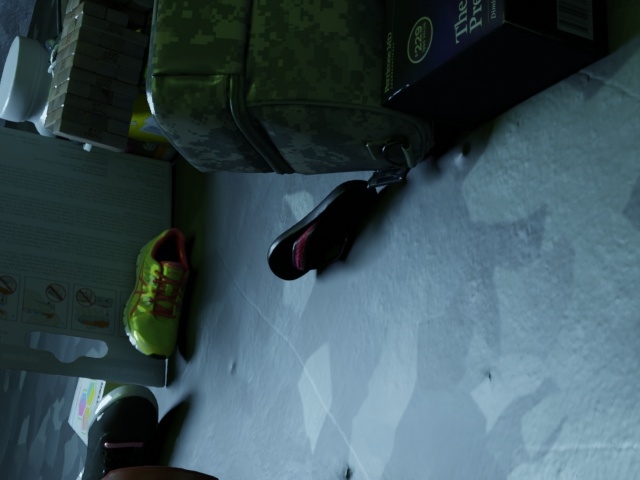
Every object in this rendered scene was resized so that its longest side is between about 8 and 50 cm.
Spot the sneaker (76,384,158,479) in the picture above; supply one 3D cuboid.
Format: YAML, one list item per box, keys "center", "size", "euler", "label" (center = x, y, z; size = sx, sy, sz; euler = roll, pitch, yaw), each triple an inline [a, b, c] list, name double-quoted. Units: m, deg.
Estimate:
- center: [-0.284, 0.343, 1.532]
  size: [0.147, 0.104, 0.296]
  euler: [-112, 37, -46]
  label: "sneaker"

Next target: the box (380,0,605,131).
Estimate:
- center: [0.142, -0.251, 0.920]
  size: [0.184, 0.103, 0.261]
  euler: [149, 128, -60]
  label: "box"

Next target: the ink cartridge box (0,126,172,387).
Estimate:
- center: [-0.382, 0.032, 1.625]
  size: [0.091, 0.308, 0.385]
  euler: [-41, 45, 52]
  label: "ink cartridge box"

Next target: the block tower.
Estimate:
- center: [-0.270, -0.283, 1.379]
  size: [0.097, 0.091, 0.335]
  euler: [-5, 73, 62]
  label: "block tower"

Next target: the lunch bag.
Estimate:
- center: [-0.011, -0.213, 1.060]
  size: [0.212, 0.256, 0.305]
  euler: [52, -139, -65]
  label: "lunch bag"

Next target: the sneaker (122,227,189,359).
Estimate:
- center: [-0.229, 0.070, 1.558]
  size: [0.094, 0.081, 0.208]
  euler: [-45, 40, 45]
  label: "sneaker"

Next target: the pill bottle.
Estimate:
- center: [-0.361, -0.225, 1.733]
  size: [0.162, 0.278, 0.162]
  euler: [-40, 44, 53]
  label: "pill bottle"

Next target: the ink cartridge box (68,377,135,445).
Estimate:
- center: [-0.335, 0.266, 1.706]
  size: [0.209, 0.062, 0.109]
  euler: [16, 93, 64]
  label: "ink cartridge box"

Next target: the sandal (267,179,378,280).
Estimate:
- center: [0.000, 0.000, 1.140]
  size: [0.179, 0.067, 0.040]
  euler: [-45, 51, 44]
  label: "sandal"

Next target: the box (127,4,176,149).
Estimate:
- center: [-0.192, -0.300, 1.537]
  size: [0.290, 0.177, 0.279]
  euler: [-13, 68, 63]
  label: "box"

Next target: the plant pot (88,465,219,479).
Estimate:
- center: [-0.172, 0.394, 1.114]
  size: [0.272, 0.272, 0.265]
  euler: [-49, 29, 45]
  label: "plant pot"

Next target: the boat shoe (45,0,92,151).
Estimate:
- center: [-0.337, -0.262, 1.506]
  size: [0.114, 0.091, 0.302]
  euler: [-47, 37, 48]
  label: "boat shoe"
